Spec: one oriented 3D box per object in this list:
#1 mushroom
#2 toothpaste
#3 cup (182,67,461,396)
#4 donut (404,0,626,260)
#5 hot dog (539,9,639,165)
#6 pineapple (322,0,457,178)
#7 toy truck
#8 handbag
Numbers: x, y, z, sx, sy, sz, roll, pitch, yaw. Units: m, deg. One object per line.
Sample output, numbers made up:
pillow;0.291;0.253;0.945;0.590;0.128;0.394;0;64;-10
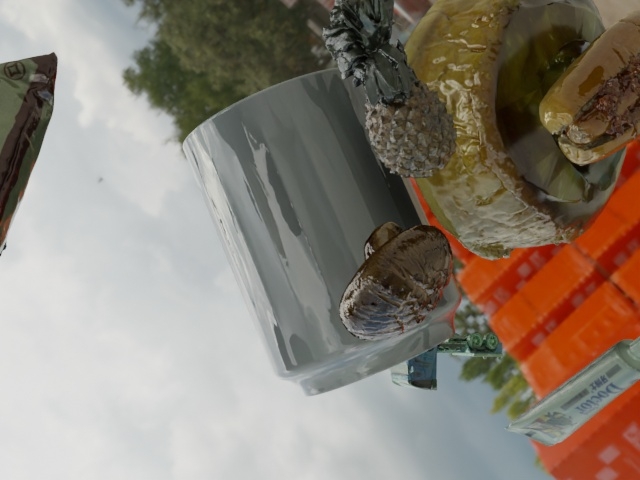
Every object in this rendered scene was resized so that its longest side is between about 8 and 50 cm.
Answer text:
mushroom;0.070;0.040;0.788;0.085;0.126;0.109;25;-134;1
toothpaste;0.286;0.163;0.922;0.067;0.255;0.037;19;-129;-9
cup;0.000;0.000;1.050;0.323;0.236;0.327;137;109;-81
donut;0.228;-0.141;0.938;0.330;0.159;0.330;7;-100;-50
hot dog;0.300;-0.159;0.821;0.249;0.076;0.102;-36;-91;-34
pineapple;0.054;-0.126;0.677;0.159;0.074;0.074;59;-177;-33
toy truck;0.179;0.169;1.216;0.175;0.081;0.067;4;173;-28
handbag;-0.334;-0.052;0.742;0.127;0.212;0.235;51;-138;-44
